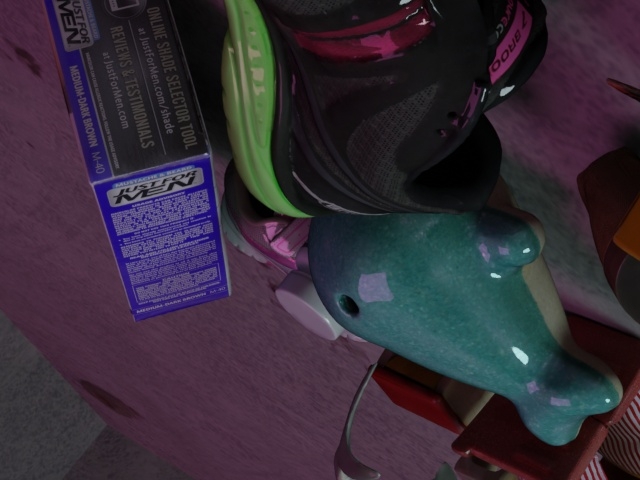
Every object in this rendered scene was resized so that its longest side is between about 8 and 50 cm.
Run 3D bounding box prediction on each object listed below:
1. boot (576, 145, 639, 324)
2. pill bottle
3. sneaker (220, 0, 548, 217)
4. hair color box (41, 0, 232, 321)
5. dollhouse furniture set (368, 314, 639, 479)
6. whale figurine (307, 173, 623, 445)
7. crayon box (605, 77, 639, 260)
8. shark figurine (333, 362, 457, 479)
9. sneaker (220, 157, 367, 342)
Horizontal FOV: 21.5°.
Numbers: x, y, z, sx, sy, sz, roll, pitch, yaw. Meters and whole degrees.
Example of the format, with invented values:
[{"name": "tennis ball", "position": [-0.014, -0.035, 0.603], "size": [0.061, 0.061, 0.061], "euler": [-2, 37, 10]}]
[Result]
[{"name": "boot", "position": [0.267, 0.046, 1.135], "size": [0.305, 0.112, 0.115], "euler": [48, -169, -39]}, {"name": "pill bottle", "position": [0.028, 0.012, 1.412], "size": [0.078, 0.137, 0.078], "euler": [35, 162, 13]}, {"name": "sneaker", "position": [0.034, -0.166, 0.971], "size": [0.202, 0.185, 0.483], "euler": [11, 156, 14]}, {"name": "hair color box", "position": [-0.156, -0.074, 1.493], "size": [0.339, 0.110, 0.185], "euler": [94, 161, -68]}, {"name": "dollhouse furniture set", "position": [0.148, 0.155, 1.501], "size": [0.374, 0.152, 0.201], "euler": [21, 155, 46]}, {"name": "whale figurine", "position": [0.099, 0.051, 1.276], "size": [0.272, 0.141, 0.216], "euler": [50, 147, 7]}, {"name": "crayon box", "position": [0.289, 0.037, 0.843], "size": [0.202, 0.081, 0.318], "euler": [18, -165, -49]}, {"name": "shark figurine", "position": [0.083, 0.225, 1.466], "size": [0.278, 0.116, 0.166], "euler": [44, 145, -22]}, {"name": "sneaker", "position": [0.000, 0.000, 1.502], "size": [0.252, 0.103, 0.111], "euler": [31, 163, 23]}]
